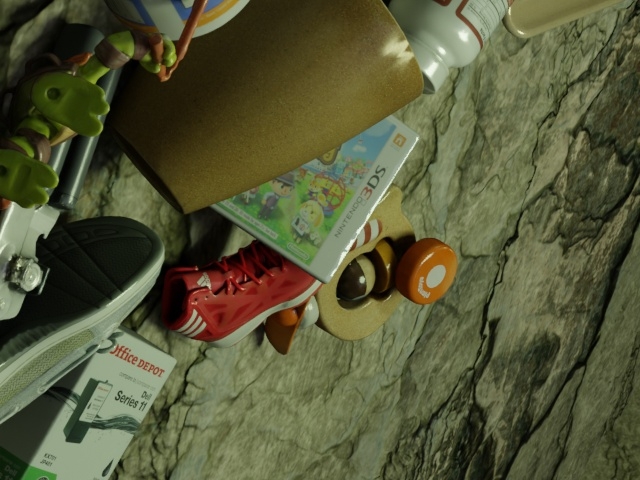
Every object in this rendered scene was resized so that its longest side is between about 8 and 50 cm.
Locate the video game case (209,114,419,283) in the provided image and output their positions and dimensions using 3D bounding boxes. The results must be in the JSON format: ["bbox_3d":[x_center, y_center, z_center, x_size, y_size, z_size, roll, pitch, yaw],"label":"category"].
[{"bbox_3d":[-0.027,-0.090,1.699,0.212,0.023,0.193,34,83,-18],"label":"video game case"}]

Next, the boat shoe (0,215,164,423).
[{"bbox_3d":[-0.278,0.094,1.505,0.320,0.118,0.103,-42,152,-25],"label":"boat shoe"}]

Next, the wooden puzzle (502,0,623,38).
[{"bbox_3d":[0.333,-0.459,2.058,0.322,0.080,0.347,-26,131,-48],"label":"wooden puzzle"}]

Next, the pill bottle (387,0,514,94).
[{"bbox_3d":[0.155,-0.282,1.868,0.216,0.121,0.121,-55,151,-11],"label":"pill bottle"}]

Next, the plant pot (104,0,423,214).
[{"bbox_3d":[-0.073,-0.151,1.534,0.254,0.237,0.237,-41,148,-9],"label":"plant pot"}]

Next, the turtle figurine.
[{"bbox_3d":[-0.201,-0.111,1.273,0.269,0.087,0.217,-39,-168,6],"label":"turtle figurine"}]

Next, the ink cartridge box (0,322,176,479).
[{"bbox_3d":[-0.257,0.173,1.629,0.208,0.087,0.153,-60,152,-4],"label":"ink cartridge box"}]

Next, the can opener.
[{"bbox_3d":[-0.259,-0.061,1.436,0.074,0.093,0.280,34,77,-64],"label":"can opener"}]

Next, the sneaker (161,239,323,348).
[{"bbox_3d":[-0.082,0.040,1.745,0.221,0.087,0.128,-45,152,19],"label":"sneaker"}]

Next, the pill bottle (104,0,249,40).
[{"bbox_3d":[-0.153,-0.297,1.314,0.152,0.152,0.272,-54,151,-14],"label":"pill bottle"}]

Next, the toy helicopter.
[{"bbox_3d":[0.000,0.000,1.898,0.235,0.140,0.355,-45,138,-11],"label":"toy helicopter"}]
